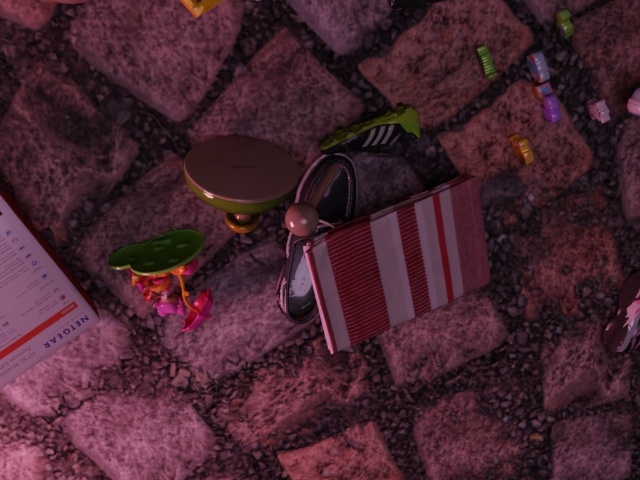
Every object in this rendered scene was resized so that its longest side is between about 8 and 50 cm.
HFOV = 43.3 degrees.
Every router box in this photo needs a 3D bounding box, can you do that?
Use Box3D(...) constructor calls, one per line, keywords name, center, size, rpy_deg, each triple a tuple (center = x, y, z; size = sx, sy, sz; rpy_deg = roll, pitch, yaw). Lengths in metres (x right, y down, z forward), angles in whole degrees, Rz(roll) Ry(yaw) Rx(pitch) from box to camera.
Box3D(name="router box", center=(-0.576, 0.101, 1.266), size=(0.335, 0.082, 0.301), rpy_deg=(-35, 119, -10))

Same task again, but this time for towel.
Box3D(name="towel", center=(0.139, 0.041, 1.391), size=(0.329, 0.037, 0.237), rpy_deg=(-23, 123, -14))

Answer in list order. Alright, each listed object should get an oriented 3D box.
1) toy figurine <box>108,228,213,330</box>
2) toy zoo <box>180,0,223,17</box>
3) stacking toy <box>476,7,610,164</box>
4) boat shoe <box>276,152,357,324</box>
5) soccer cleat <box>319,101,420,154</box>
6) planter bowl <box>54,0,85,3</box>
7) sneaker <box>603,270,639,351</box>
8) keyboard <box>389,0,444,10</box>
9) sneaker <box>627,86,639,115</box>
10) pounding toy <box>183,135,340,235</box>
Box3D(name="toy figurine", center=(-0.253, 0.084, 1.365), size=(0.173, 0.130, 0.159), rpy_deg=(-7, 121, 16))
Box3D(name="toy zoo", center=(-0.185, -0.474, 1.198), size=(0.192, 0.030, 0.293), rpy_deg=(-45, 110, -7))
Box3D(name="stacking toy", center=(0.381, -0.261, 1.372), size=(0.167, 0.052, 0.221), rpy_deg=(-27, 110, 0))
Box3D(name="boat shoe", center=(0.000, 0.000, 1.376), size=(0.114, 0.091, 0.302), rpy_deg=(9, 106, -10))
Box3D(name="soccer cleat", center=(0.086, -0.170, 1.349), size=(0.179, 0.060, 0.072), rpy_deg=(-22, 113, -7))
Box3D(name="planter bowl", center=(-0.376, -0.424, 1.164), size=(0.162, 0.109, 0.162), rpy_deg=(-3, 109, -8))
Box3D(name="sneaker", center=(0.612, 0.136, 1.544), size=(0.077, 0.072, 0.178), rpy_deg=(12, 115, -25))
Box3D(name="keyboard", center=(0.193, -0.441, 1.297), size=(0.180, 0.023, 0.108), rpy_deg=(-12, 116, -6))
Box3D(name="sneaker", center=(0.667, -0.314, 1.364), size=(0.319, 0.127, 0.208), rpy_deg=(-10, 112, -16))
Box3D(name="pounding toy", center=(-0.106, -0.069, 1.299), size=(0.237, 0.183, 0.110), rpy_deg=(16, 129, 6))
